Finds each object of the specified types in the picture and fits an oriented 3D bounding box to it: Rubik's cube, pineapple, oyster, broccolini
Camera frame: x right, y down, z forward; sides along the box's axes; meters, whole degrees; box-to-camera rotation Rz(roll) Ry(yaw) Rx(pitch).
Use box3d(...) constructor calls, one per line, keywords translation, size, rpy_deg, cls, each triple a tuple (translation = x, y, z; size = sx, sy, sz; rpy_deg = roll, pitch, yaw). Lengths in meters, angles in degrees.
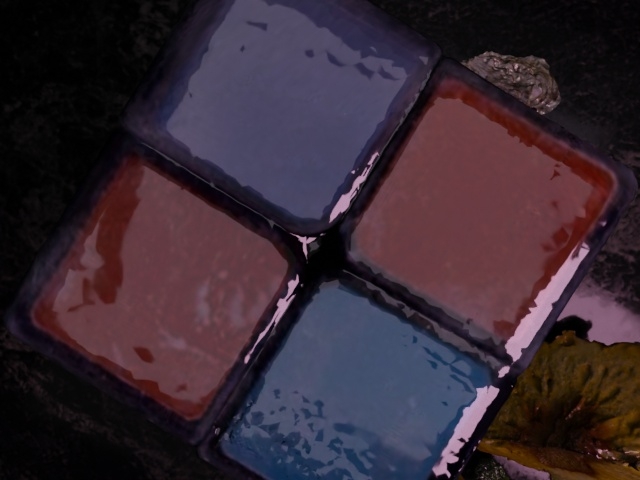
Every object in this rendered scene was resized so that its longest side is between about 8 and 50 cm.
box3d(translation=(0.000, 0.000, 0.562), size=(0.313, 0.316, 0.318), rpy_deg=(32, 94, -2), cls="Rubik's cube")
box3d(translation=(0.281, 0.181, 0.671), size=(0.164, 0.249, 0.140), rpy_deg=(42, 57, -31), cls="pineapple")
box3d(translation=(0.193, -0.162, 0.686), size=(0.100, 0.037, 0.098), rpy_deg=(-30, 93, 2), cls="oyster")
box3d(translation=(0.212, 0.291, 0.711), size=(0.140, 0.030, 0.035), rpy_deg=(52, 49, -6), cls="broccolini")

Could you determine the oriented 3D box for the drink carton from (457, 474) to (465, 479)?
box3d(translation=(0.198, 0.423, 0.683), size=(0.154, 0.111, 0.351), rpy_deg=(-41, 90, 2), cls="drink carton")
